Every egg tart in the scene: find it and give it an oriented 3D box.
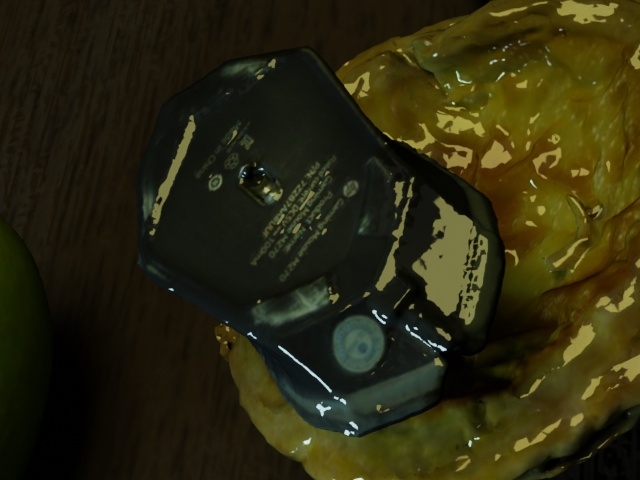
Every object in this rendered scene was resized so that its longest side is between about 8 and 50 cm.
[{"bbox_3d":[0.073,0.006,0.774,0.241,0.106,0.241,-20,49,24],"label":"egg tart"}]

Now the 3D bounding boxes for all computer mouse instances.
[{"bbox_3d":[0.000,0.000,0.723,0.106,0.062,0.192,-50,49,3],"label":"computer mouse"}]

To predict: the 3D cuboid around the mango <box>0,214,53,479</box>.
[{"bbox_3d":[-0.239,0.121,0.878,0.192,0.156,0.343,5,63,41],"label":"mango"}]
